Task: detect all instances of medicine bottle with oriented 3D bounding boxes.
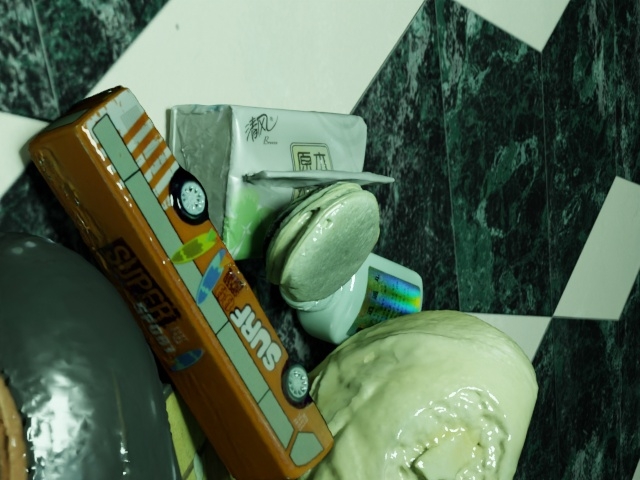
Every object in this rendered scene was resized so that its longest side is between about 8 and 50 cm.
[{"bbox_3d":[0.038,0.071,1.223,0.229,0.083,0.121,23,86,-55],"label":"medicine bottle"}]

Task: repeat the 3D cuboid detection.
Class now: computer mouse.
[{"bbox_3d":[-0.201,0.139,0.787,0.183,0.116,0.323,0,68,-57],"label":"computer mouse"}]

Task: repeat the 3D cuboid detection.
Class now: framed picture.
[{"bbox_3d":[-0.091,0.245,1.082,0.255,0.014,0.339,-53,139,-58],"label":"framed picture"}]

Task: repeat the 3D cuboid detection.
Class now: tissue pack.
[{"bbox_3d":[-0.035,-0.059,1.043,0.229,0.145,0.159,-5,102,-53],"label":"tissue pack"}]

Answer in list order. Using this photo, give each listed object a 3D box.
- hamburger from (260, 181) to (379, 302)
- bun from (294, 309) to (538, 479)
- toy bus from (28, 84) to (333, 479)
[{"bbox_3d":[0.000,0.000,0.983,0.133,0.062,0.140,-41,152,-14],"label":"hamburger"},{"bbox_3d":[0.062,0.219,1.116,0.202,0.364,0.364,41,57,-7],"label":"bun"},{"bbox_3d":[-0.118,0.056,0.917,0.409,0.093,0.092,61,40,-19],"label":"toy bus"}]
